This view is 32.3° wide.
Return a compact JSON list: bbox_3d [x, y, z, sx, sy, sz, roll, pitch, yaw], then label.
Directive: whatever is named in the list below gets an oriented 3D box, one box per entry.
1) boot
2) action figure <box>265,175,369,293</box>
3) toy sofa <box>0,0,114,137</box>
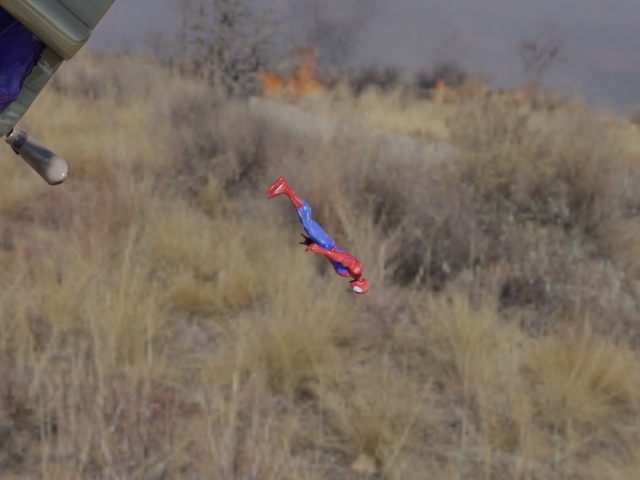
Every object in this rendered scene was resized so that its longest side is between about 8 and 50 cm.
[{"bbox_3d":[-0.409,-0.124,1.574,0.087,0.042,0.118,43,-10,-31],"label":"boot"},{"bbox_3d":[0.000,0.000,0.885,0.030,0.115,0.038,-45,13,-2],"label":"action figure"},{"bbox_3d":[-0.294,-0.156,0.814,0.362,0.150,0.177,-13,40,53],"label":"toy sofa"}]
